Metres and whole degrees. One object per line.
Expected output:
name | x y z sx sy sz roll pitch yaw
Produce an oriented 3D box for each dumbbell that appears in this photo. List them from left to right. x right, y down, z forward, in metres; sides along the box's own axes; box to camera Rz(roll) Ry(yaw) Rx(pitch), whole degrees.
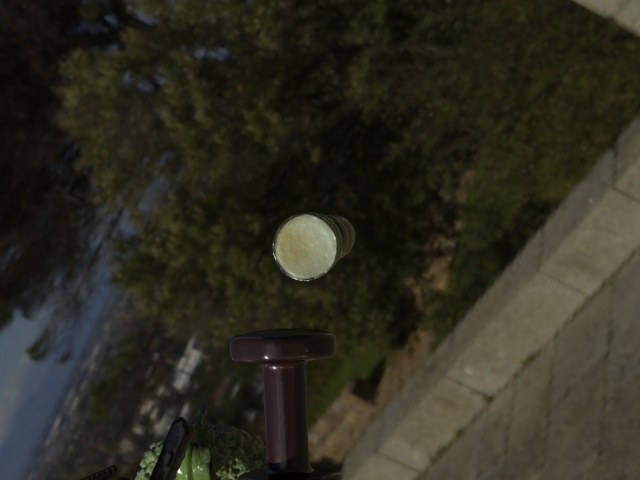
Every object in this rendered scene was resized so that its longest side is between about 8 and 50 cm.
dumbbell | -0.044 0.226 1.555 0.140 0.124 0.225 -6 85 45

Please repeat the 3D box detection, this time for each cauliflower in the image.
cauliflower | -0.197 0.454 2.117 0.239 0.256 0.315 -166 84 -73

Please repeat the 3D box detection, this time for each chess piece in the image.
chess piece | 0.000 0.000 2.421 0.133 0.133 0.243 -62 -10 13

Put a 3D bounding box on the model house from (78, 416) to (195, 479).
model house | -0.275 0.356 1.569 0.279 0.204 0.218 -65 -16 12
